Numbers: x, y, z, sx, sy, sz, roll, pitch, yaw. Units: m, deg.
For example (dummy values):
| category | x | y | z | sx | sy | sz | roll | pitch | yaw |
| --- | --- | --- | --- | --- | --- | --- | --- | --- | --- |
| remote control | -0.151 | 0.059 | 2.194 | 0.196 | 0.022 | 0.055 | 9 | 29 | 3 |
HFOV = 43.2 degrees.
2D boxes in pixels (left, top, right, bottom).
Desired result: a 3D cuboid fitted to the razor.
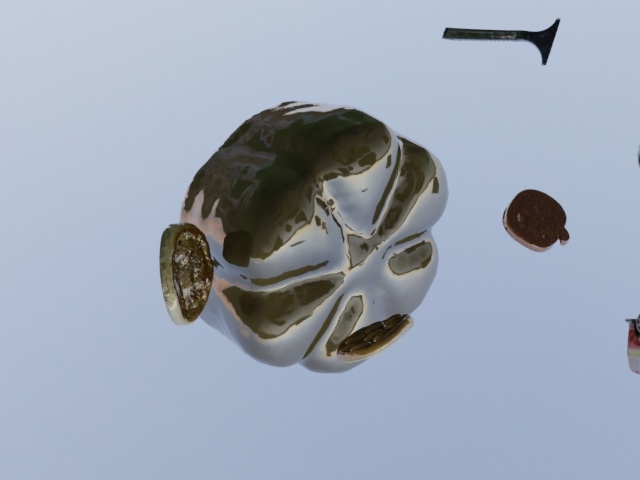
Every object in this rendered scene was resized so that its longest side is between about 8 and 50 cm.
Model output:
| category | x | y | z | sx | sy | sz | roll | pitch | yaw |
| --- | --- | --- | --- | --- | --- | --- | --- | --- | --- |
| razor | 0.244 | -0.289 | 1.138 | 0.033 | 0.066 | 0.190 | 15 | -176 | -42 |

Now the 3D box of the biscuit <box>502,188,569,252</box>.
| category | x | y | z | sx | sy | sz | roll | pitch | yaw |
| --- | --- | --- | --- | --- | --- | --- | --- | --- | --- |
| biscuit | 0.245 | -0.020 | 0.912 | 0.078 | 0.015 | 0.091 | 37 | -130 | 11 |

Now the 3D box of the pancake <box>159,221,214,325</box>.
| category | x | y | z | sx | sy | sz | roll | pitch | yaw |
| --- | --- | --- | --- | --- | --- | --- | --- | --- | --- |
| pancake | -0.188 | 0.046 | 1.139 | 0.028 | 0.158 | 0.158 | -3 | -134 | 15 |

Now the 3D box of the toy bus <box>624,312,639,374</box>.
| category | x | y | z | sx | sy | sz | roll | pitch | yaw |
| --- | --- | --- | --- | --- | --- | --- | --- | --- | --- |
| toy bus | 0.397 | 0.120 | 0.843 | 0.079 | 0.174 | 0.077 | 8 | -90 | -16 |

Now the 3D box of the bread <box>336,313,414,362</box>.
| category | x | y | z | sx | sy | sz | roll | pitch | yaw |
| --- | --- | --- | --- | --- | --- | --- | --- | --- | --- |
| bread | 0.070 | 0.124 | 1.027 | 0.110 | 0.110 | 0.024 | -32 | -84 | -28 |

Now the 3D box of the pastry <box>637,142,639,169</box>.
| category | x | y | z | sx | sy | sz | roll | pitch | yaw |
| --- | --- | --- | --- | --- | --- | --- | --- | --- | --- |
| pastry | 0.422 | -0.080 | 0.818 | 0.193 | 0.093 | 0.182 | -25 | -108 | -19 |

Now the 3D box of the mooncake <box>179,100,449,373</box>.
| category | x | y | z | sx | sy | sz | roll | pitch | yaw |
| --- | --- | --- | --- | --- | --- | --- | --- | --- | --- |
| mooncake | 0.000 | 0.000 | 1.372 | 0.467 | 0.467 | 0.262 | -32 | -144 | -28 |
